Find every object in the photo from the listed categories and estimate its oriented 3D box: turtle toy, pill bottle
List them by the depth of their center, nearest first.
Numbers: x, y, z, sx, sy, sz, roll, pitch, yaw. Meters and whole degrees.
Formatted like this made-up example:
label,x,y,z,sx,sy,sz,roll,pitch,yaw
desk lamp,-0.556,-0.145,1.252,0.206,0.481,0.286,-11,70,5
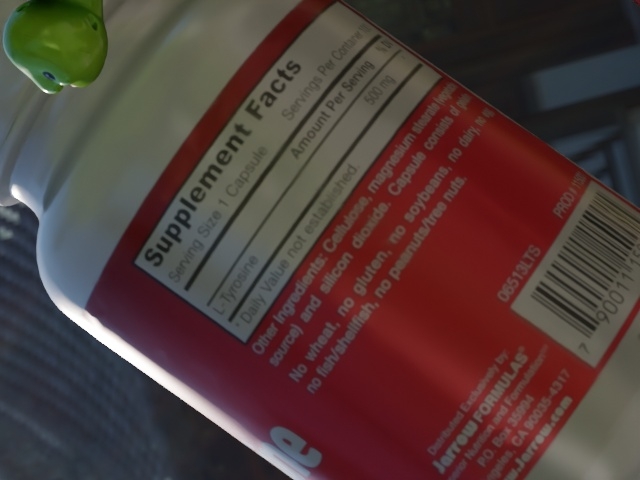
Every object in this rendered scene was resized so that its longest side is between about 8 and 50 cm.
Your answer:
label,x,y,z,sx,sy,sz,roll,pitch,yaw
turtle toy,-0.114,-0.126,0.731,0.095,0.066,0.130,25,136,59
pill bottle,0.000,0.000,0.948,0.407,0.229,0.229,35,-174,3

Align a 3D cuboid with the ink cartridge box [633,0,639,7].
label,x,y,z,sx,sy,sz,roll,pitch,yaw
ink cartridge box,0.276,-0.121,0.676,0.261,0.296,0.066,42,-143,8
